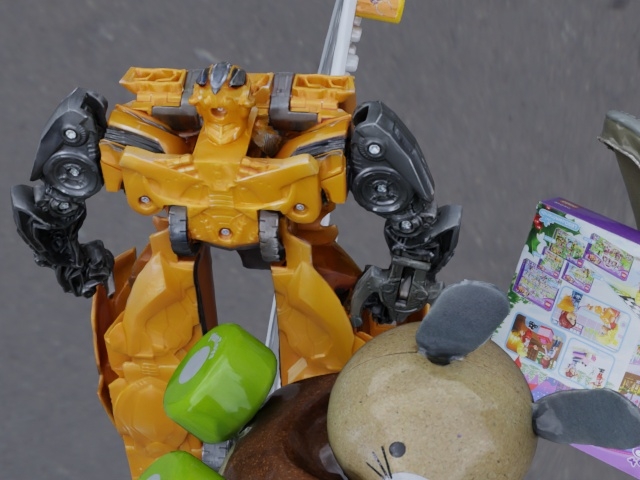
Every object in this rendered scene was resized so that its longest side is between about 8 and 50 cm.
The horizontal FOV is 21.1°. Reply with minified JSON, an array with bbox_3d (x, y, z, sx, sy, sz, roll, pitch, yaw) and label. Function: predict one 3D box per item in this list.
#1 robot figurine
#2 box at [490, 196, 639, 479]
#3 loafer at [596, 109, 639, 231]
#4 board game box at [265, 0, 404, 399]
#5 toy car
[{"bbox_3d":[-0.035,0.028,0.847,0.211,0.291,0.085,3,41,7],"label":"robot figurine"},{"bbox_3d":[0.299,0.108,1.545,0.293,0.057,0.201,26,107,24],"label":"box"},{"bbox_3d":[0.340,-0.015,1.640,0.087,0.094,0.251,-39,93,6],"label":"loafer"},{"bbox_3d":[0.000,0.000,1.427,0.050,0.390,0.390,10,67,-3],"label":"board game box"},{"bbox_3d":[0.037,0.092,0.706,0.155,0.149,0.188,38,130,-18],"label":"toy car"}]
